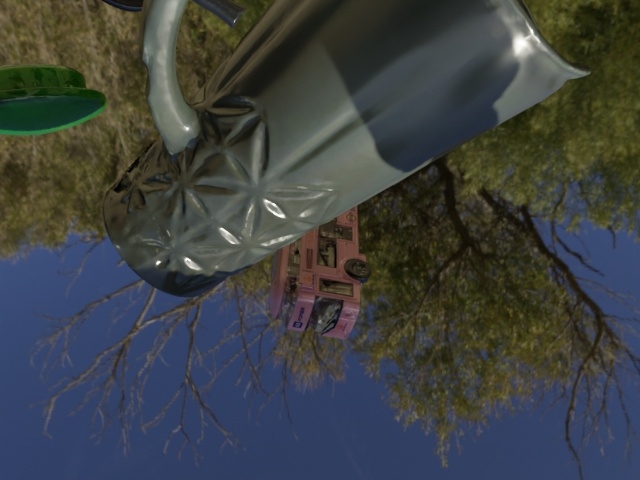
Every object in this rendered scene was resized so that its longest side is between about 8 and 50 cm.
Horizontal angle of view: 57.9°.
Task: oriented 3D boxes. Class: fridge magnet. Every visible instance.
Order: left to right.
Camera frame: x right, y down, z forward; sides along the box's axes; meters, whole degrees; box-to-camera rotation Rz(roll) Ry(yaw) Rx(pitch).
[{"bbox_3d":[-0.419,-0.200,0.837,0.208,0.088,0.208,-8,-175,1],"label":"fridge magnet"}]

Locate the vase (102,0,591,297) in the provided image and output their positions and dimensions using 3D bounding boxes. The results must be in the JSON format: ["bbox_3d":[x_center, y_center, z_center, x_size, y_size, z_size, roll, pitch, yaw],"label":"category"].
[{"bbox_3d":[-0.013,-0.085,0.368,0.301,0.251,0.156,-36,-129,20],"label":"vase"}]

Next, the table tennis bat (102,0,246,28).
[{"bbox_3d":[-0.204,-0.347,0.729,0.236,0.150,0.027,29,-173,-18],"label":"table tennis bat"}]

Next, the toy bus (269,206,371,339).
[{"bbox_3d":[0.000,0.000,0.573,0.090,0.063,0.203,10,-136,-9],"label":"toy bus"}]
